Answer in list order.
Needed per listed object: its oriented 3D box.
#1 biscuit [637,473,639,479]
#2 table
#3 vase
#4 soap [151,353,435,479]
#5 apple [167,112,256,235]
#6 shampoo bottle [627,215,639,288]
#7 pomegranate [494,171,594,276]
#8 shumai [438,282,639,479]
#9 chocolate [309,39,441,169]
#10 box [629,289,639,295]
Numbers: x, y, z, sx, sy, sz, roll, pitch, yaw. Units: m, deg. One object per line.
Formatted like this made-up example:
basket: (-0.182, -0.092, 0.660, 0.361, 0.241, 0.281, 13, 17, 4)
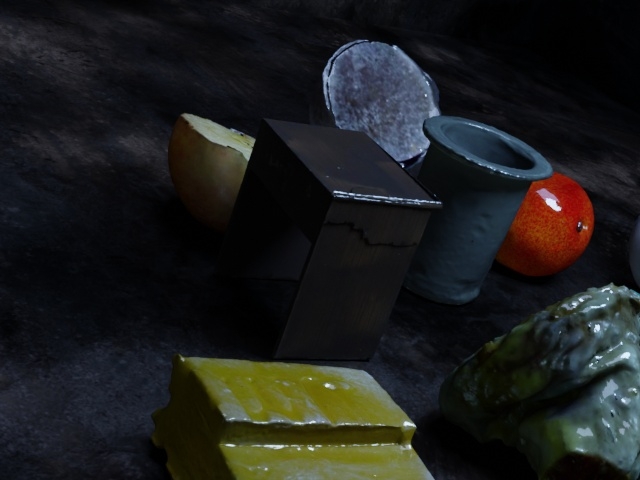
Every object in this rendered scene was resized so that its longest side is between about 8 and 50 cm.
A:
biscuit: (0.505, 0.325, 1.565, 0.070, 0.106, 0.252, 35, 26, 33)
table: (0.000, 0.000, 1.642, 0.196, 0.282, 0.250, 3, 28, -34)
vase: (0.245, -0.045, 1.922, 0.245, 0.291, 0.245, 18, 22, -8)
soap: (-0.027, 0.256, 1.265, 0.281, 0.143, 0.259, 9, 28, -36)
apple: (-0.144, -0.092, 1.875, 0.293, 0.163, 0.251, 22, 10, -30)
shampoo bottle: (0.785, 0.033, 2.180, 0.273, 0.273, 0.266, 10, 11, -22)
pomegranate: (0.420, -0.040, 2.162, 0.220, 0.221, 0.256, -2, 22, -41)
shumai: (0.356, 0.237, 1.490, 0.304, 0.309, 0.263, -9, 62, -34)
chocolate: (0.091, -0.264, 2.364, 0.303, 0.213, 0.303, 10, 69, -26)
box: (0.679, 0.181, 2.088, 0.226, 0.042, 0.161, 29, 26, 20)
